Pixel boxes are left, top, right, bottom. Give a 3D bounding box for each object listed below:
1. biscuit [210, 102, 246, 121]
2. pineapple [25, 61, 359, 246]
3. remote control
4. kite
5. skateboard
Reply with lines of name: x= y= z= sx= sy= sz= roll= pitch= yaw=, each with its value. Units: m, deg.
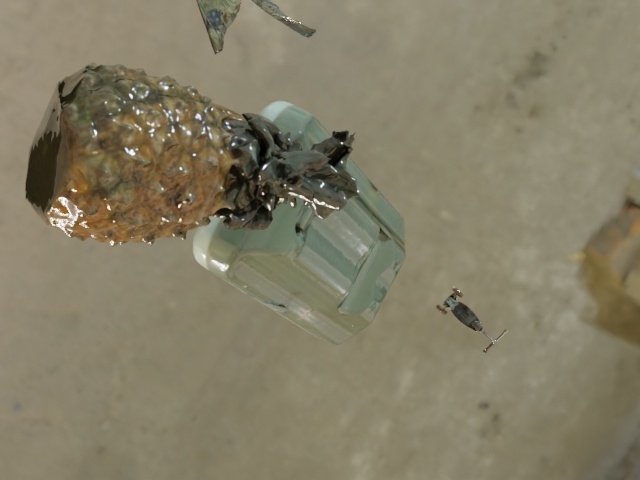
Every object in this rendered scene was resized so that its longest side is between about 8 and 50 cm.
biscuit: x=-0.114 y=-0.135 z=1.746 sx=0.236 sy=0.180 sz=0.039 roll=20 pitch=89 yaw=-30
pineapple: x=-0.069 y=-0.042 z=0.886 sx=0.198 sy=0.108 sz=0.108 roll=6 pitch=108 yaw=-28
remote control: x=0.000 y=0.000 z=1.151 sx=0.128 sy=0.066 sz=0.335 roll=-64 pitch=161 yaw=-5
kite: x=-0.068 y=-0.226 z=1.357 sx=0.139 sy=0.157 sz=0.011 roll=-60 pitch=166 yaw=27
skateboard: x=0.155 y=0.086 z=1.448 sx=0.032 sy=0.064 sz=0.083 roll=-48 pitch=128 yaw=2
